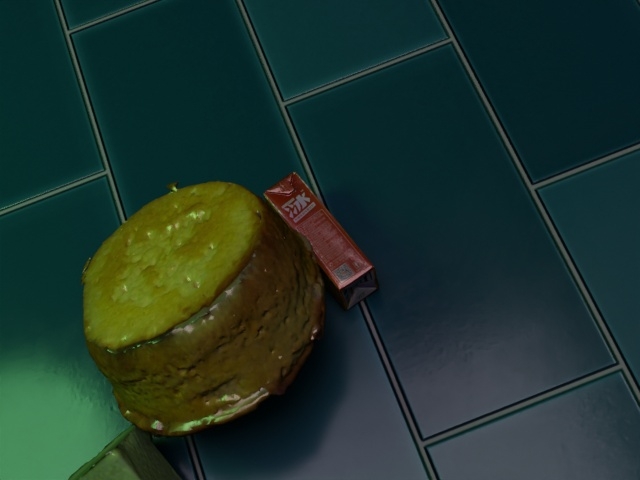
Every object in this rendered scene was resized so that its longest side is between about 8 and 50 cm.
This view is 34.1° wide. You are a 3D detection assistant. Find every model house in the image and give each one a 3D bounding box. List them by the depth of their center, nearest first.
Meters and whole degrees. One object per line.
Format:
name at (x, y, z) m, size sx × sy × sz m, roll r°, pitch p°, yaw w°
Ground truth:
model house at (-0.298, 0.411, 1.537) m, size 0.214 × 0.195 × 0.189 m, roll -41°, pitch 90°, yaw 5°

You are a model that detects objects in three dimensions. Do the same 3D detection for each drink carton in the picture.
drink carton at (0.000, 0.000, 1.701) m, size 0.071 × 0.096 × 0.223 m, roll -35°, pitch 65°, yaw -8°

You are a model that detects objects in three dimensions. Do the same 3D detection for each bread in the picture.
bread at (-0.177, 0.099, 1.567) m, size 0.398 × 0.215 × 0.398 m, roll -20°, pitch 39°, yaw 18°
